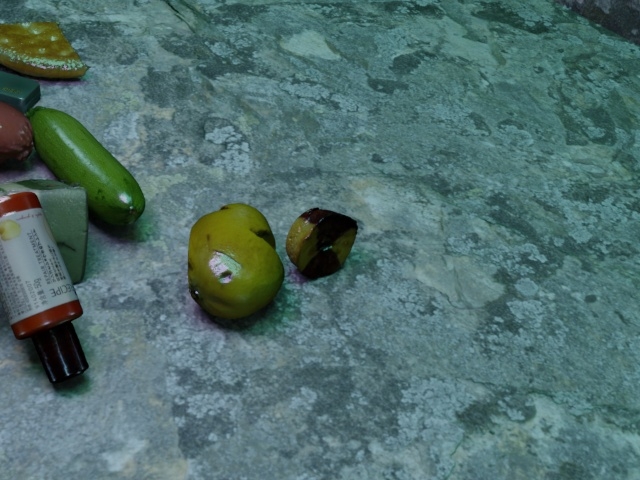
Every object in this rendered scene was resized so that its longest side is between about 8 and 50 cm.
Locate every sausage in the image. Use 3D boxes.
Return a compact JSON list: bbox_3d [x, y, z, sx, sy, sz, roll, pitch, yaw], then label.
[{"bbox_3d":[-0.661,-0.195,1.555,0.254,0.148,0.148,-4,43,-24],"label":"sausage"}]

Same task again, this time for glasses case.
[{"bbox_3d":[-0.681,-0.319,1.764,0.184,0.039,0.078,16,41,4],"label":"glasses case"}]

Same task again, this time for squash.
[{"bbox_3d":[-0.436,-0.139,1.568,0.107,0.107,0.395,-24,49,-34],"label":"squash"}]

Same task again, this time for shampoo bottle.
[{"bbox_3d":[-0.418,0.074,1.253,0.104,0.104,0.278,-21,89,-33],"label":"shampoo bottle"}]

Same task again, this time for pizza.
[{"bbox_3d":[-0.635,-0.426,1.886,0.292,0.058,0.197,17,40,2],"label":"pizza"}]

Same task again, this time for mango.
[{"bbox_3d":[-0.146,0.024,1.443,0.167,0.130,0.262,7,36,-14],"label":"mango"}]

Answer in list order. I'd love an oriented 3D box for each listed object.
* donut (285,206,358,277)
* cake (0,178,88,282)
[{"bbox_3d":[0.000,0.000,1.503,0.140,0.141,0.059,-23,43,-34],"label":"donut"},{"bbox_3d":[-0.503,-0.017,1.459,0.157,0.172,0.283,-4,10,-28],"label":"cake"}]
